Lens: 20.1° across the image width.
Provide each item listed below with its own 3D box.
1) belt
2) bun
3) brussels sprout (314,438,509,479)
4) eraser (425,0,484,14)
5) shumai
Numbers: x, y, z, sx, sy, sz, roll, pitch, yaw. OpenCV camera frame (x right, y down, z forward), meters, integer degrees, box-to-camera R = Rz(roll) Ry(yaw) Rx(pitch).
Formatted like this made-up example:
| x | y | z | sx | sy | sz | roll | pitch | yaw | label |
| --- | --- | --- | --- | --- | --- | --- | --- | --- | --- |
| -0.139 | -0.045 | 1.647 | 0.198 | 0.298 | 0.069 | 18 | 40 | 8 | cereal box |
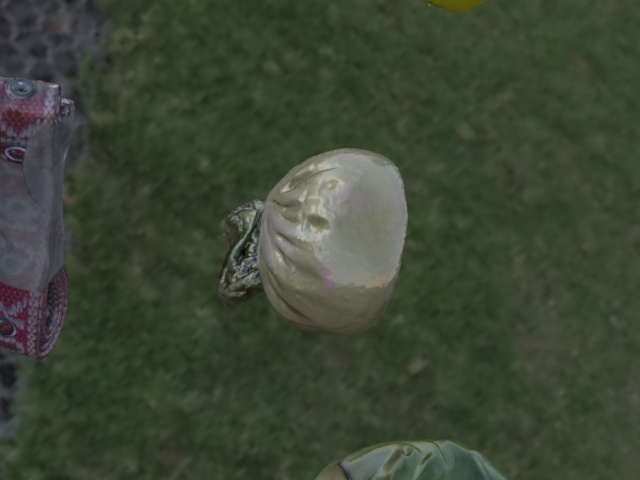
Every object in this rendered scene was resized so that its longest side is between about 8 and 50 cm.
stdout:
| x | y | z | sx | sy | sz | roll | pitch | yaw | label |
| --- | --- | --- | --- | --- | --- | --- | --- | --- | --- |
| -0.190 | -0.018 | 1.166 | 0.053 | 0.232 | 0.071 | 17 | 43 | 8 | belt |
| 0.000 | 0.000 | 1.727 | 0.128 | 0.193 | 0.178 | 8 | 85 | -14 | bun |
| 0.103 | 0.318 | 1.929 | 0.244 | 0.244 | 0.244 | 30 | 38 | -27 | brussels sprout |
| 0.179 | -0.335 | 1.819 | 0.069 | 0.226 | 0.158 | 18 | 68 | -23 | eraser |
| -0.069 | 0.006 | 1.863 | 0.087 | 0.099 | 0.124 | 56 | 40 | -8 | shumai |
